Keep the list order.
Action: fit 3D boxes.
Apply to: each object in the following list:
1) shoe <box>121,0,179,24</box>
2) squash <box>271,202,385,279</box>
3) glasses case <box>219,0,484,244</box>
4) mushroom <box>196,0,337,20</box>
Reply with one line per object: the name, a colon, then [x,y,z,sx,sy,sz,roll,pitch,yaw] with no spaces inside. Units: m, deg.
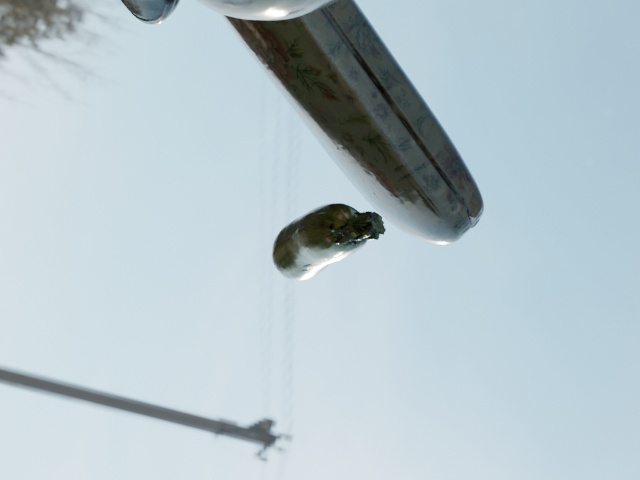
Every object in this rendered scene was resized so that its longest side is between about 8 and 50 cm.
shoe: [-0.169,-0.255,1.057,0.194,0.074,0.077,84,17,-49]
squash: [0.000,0.000,0.987,0.183,0.052,0.052,154,-49,-71]
glasses case: [0.017,-0.159,1.214,0.098,0.425,0.156,-45,-152,-12]
mushroom: [-0.022,-0.192,0.613,0.127,0.166,0.166,32,-74,32]
